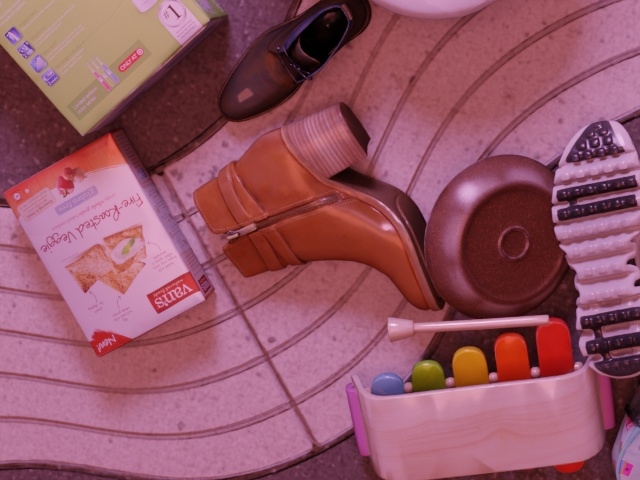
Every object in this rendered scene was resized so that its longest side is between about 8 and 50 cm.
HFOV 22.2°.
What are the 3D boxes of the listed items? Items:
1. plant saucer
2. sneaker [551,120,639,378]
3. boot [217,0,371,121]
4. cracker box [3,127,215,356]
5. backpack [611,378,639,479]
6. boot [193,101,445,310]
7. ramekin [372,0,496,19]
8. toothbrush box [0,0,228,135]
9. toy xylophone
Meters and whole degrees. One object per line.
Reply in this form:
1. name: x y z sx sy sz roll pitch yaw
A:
1. plant saucer: 0.216 0.001 1.882 0.199 0.036 0.198 -4 102 -20
2. sneaker: 0.336 0.008 1.879 0.110 0.118 0.292 -5 92 24
3. boot: -0.040 -0.212 1.883 0.219 0.106 0.082 -40 93 11
4. cracker box: -0.253 0.003 1.967 0.156 0.067 0.232 -29 96 11
5. backpack: 0.428 0.239 1.891 0.166 0.144 0.188 25 105 -4
6. boot: 0.000 0.000 1.921 0.220 0.109 0.283 -30 106 18
7. ramekin: 0.123 -0.374 1.794 0.277 0.135 0.277 0 110 -1
8. toothbrush box: -0.281 -0.296 1.890 0.206 0.122 0.283 -41 94 12
9. toy xylophone: 0.188 0.179 1.921 0.323 0.081 0.236 0 113 5
